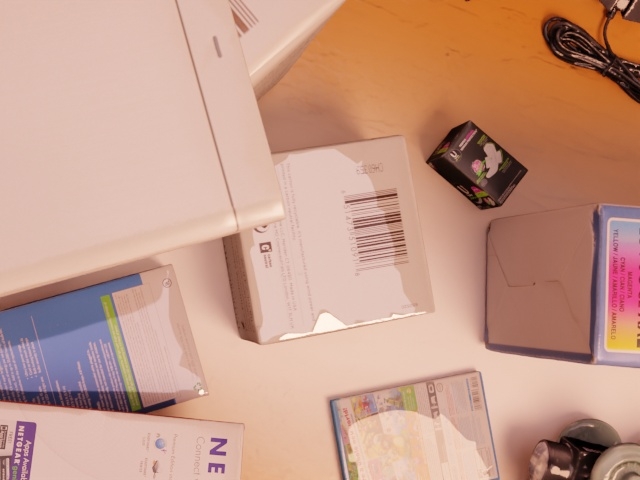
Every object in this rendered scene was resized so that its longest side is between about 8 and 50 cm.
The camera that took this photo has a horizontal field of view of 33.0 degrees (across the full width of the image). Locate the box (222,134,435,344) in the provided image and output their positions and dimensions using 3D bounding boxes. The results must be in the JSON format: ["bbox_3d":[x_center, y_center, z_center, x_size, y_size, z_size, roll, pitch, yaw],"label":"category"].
[{"bbox_3d":[0.000,0.000,1.074,0.182,0.119,0.181,-10,88,-12],"label":"box"}]

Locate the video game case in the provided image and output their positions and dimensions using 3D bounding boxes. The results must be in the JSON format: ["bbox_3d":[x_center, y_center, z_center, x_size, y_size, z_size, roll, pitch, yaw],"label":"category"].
[{"bbox_3d":[0.100,0.210,1.135,0.166,0.015,0.119,-9,89,-13],"label":"video game case"}]

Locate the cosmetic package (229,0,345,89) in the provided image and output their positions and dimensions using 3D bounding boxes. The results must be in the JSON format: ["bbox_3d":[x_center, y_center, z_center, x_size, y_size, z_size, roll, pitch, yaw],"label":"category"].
[{"bbox_3d":[-0.220,-0.190,0.898,0.329,0.394,0.327,-43,96,-11],"label":"cosmetic package"}]

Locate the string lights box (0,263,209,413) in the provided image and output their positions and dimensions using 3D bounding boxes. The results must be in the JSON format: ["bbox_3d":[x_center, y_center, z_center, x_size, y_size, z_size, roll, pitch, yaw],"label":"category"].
[{"bbox_3d":[-0.251,0.121,1.032,0.260,0.077,0.133,-15,89,-13],"label":"string lights box"}]

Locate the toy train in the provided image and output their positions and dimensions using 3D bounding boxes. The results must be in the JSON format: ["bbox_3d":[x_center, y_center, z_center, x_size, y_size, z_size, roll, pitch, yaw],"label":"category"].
[{"bbox_3d":[0.364,0.309,1.131,0.334,0.142,0.190,14,93,-11],"label":"toy train"}]

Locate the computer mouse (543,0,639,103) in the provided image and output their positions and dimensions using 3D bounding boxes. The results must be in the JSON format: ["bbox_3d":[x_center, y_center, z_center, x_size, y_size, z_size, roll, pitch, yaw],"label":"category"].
[{"bbox_3d":[0.386,-0.282,1.205,0.184,0.060,0.262,33,83,-8],"label":"computer mouse"}]

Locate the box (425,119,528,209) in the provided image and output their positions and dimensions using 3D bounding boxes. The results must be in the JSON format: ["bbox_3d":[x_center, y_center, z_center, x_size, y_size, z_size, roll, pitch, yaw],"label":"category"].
[{"bbox_3d":[0.165,-0.079,1.145,0.083,0.062,0.052,40,81,-8],"label":"box"}]

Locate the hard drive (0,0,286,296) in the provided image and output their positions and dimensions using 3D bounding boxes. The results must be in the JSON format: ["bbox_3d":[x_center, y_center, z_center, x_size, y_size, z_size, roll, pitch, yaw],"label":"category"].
[{"bbox_3d":[-0.221,-0.079,0.667,0.353,0.047,0.233,-15,90,-11],"label":"hard drive"}]

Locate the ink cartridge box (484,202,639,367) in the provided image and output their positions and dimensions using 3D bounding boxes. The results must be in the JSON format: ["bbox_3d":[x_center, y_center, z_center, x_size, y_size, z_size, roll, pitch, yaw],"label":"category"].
[{"bbox_3d":[0.396,0.055,1.081,0.396,0.270,0.151,3,87,-12],"label":"ink cartridge box"}]

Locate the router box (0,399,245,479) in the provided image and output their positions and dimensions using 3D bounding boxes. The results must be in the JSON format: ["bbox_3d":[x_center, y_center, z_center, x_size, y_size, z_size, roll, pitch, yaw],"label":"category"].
[{"bbox_3d":[-0.230,0.308,0.916,0.301,0.082,0.335,7,75,-16],"label":"router box"}]
